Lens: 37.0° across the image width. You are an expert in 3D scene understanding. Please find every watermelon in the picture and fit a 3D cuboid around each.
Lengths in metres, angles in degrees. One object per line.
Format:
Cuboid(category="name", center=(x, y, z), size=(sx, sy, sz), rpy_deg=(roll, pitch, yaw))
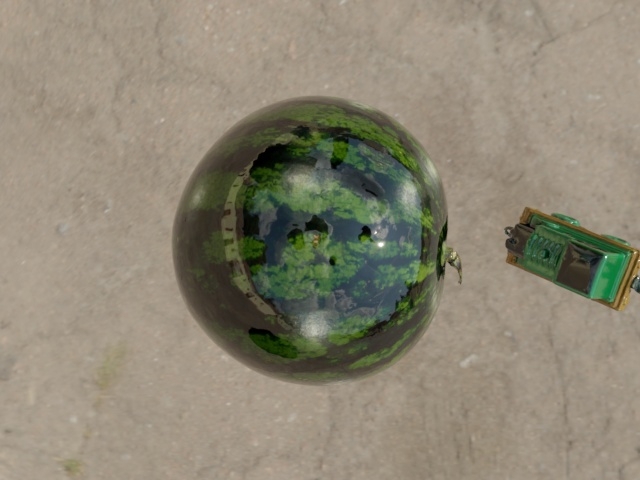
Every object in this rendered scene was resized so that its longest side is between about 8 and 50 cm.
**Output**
Cuboid(category="watermelon", center=(-0.005, -0.001, 0.875), size=(0.269, 0.269, 0.269), rpy_deg=(6, 77, -26))

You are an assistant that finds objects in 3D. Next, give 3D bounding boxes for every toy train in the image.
Cuboid(category="toy train", center=(0.342, 0.023, 1.321), size=(0.136, 0.227, 0.091), rpy_deg=(1, 111, -54))
